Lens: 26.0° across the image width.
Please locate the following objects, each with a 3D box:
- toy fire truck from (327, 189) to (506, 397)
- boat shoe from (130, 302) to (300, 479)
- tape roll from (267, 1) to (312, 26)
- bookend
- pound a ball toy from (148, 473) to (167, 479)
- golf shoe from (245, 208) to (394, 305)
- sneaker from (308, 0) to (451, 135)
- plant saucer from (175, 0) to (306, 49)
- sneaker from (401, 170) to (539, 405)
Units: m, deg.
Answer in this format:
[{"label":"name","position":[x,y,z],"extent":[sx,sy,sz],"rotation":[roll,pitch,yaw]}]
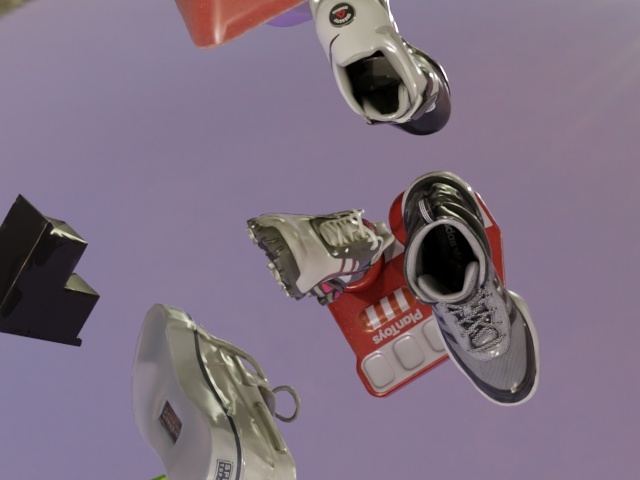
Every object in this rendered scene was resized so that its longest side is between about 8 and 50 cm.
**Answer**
[{"label":"toy fire truck","position":[0.155,0.072,2.156],"extent":[0.302,0.254,0.169],"rotation":[-31,166,6]},{"label":"boat shoe","position":[-0.102,0.184,1.538],"extent":[0.157,0.135,0.367],"rotation":[15,-166,-25]},{"label":"tape roll","position":[-0.042,-0.399,1.943],"extent":[0.189,0.189,0.080],"rotation":[-21,-173,-33]},{"label":"bookend","position":[-0.339,0.041,1.734],"extent":[0.072,0.157,0.156],"rotation":[38,-167,36]},{"label":"pound a ball toy","position":[-0.239,0.496,1.940],"extent":[0.208,0.319,0.135],"rotation":[-20,-149,-6]},{"label":"golf shoe","position":[0.000,0.000,1.569],"extent":[0.120,0.105,0.273],"rotation":[-33,169,10]},{"label":"sneaker","position":[0.083,-0.191,1.768],"extent":[0.122,0.330,0.146],"rotation":[-23,-122,18]},{"label":"plant saucer","position":[0.020,-0.226,0.677],"extent":[0.259,0.047,0.258],"rotation":[-28,-141,2]},{"label":"sneaker","position":[0.150,0.065,1.431],"extent":[0.101,0.268,0.153],"rotation":[-21,-172,13]}]
